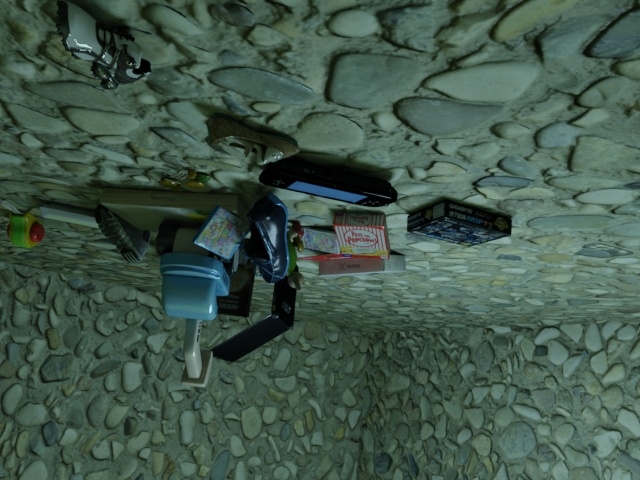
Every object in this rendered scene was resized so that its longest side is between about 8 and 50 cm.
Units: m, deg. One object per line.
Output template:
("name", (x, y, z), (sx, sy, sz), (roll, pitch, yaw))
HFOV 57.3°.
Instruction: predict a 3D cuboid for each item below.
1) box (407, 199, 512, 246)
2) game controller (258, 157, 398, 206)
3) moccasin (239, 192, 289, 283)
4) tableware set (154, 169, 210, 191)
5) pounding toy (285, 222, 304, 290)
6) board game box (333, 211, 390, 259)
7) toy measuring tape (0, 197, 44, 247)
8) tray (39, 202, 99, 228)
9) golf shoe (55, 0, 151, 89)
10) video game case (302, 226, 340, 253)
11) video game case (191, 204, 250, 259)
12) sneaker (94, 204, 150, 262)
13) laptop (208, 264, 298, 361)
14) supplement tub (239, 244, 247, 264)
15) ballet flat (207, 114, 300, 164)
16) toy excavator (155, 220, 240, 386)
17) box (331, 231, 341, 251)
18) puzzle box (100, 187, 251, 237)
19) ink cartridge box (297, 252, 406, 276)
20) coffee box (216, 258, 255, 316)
("box", (0.371, -0.041, 1.574), (0.220, 0.051, 0.175), (13, 164, -22))
("game controller", (0.017, -0.126, 1.379), (0.319, 0.067, 0.166), (11, 164, -15))
("moccasin", (-0.169, 0.006, 1.650), (0.137, 0.117, 0.342), (38, 147, 31))
("tableware set", (-0.355, -0.156, 1.517), (0.104, 0.024, 0.154), (13, 163, -36))
("pounding toy", (-0.087, 0.030, 1.831), (0.110, 0.237, 0.183), (-27, -178, -9))
("board game box", (0.124, -0.012, 1.717), (0.146, 0.045, 0.193), (3, 150, 14))
("toy measuring tape", (-1.057, -0.047, 2.039), (0.121, 0.121, 0.330), (6, 165, 2))
("tray", (-0.793, -0.079, 1.967), (0.270, 0.030, 0.145), (12, 163, -20))
("golf shoe", (-0.324, -0.301, 0.888), (0.093, 0.077, 0.198), (-6, 171, 5))
("video game case", (0.000, 0.000, 1.845), (0.122, 0.011, 0.087), (11, 137, 20))
("video game case", (-0.269, -0.019, 1.619), (0.015, 0.119, 0.166), (35, 180, 32))
("sneaker", (-0.635, -0.047, 1.917), (0.086, 0.132, 0.229), (-7, 124, 29))
("laptop", (-0.240, 0.247, 2.197), (0.236, 0.408, 0.382), (3, 165, 7))
("supplement tub", (-0.321, 0.048, 2.160), (0.107, 0.071, 0.071), (10, 165, -13))
("ballet flat", (-0.138, -0.192, 1.199), (0.206, 0.067, 0.073), (14, 162, -27))
("toy excavator", (-0.395, 0.210, 1.826), (0.222, 0.445, 0.433), (7, 160, 1))
("box", (0.058, 0.004, 1.891), (0.179, 0.043, 0.105), (-2, 162, 33))
("puzzle box", (-0.407, -0.079, 1.760), (0.408, 0.052, 0.272), (4, 164, 8))
("ink cartridge box", (0.105, 0.086, 2.047), (0.296, 0.066, 0.261), (-7, 171, 41))
("coffee box", (-0.328, 0.159, 2.233), (0.141, 0.247, 0.098), (6, 166, 2))
